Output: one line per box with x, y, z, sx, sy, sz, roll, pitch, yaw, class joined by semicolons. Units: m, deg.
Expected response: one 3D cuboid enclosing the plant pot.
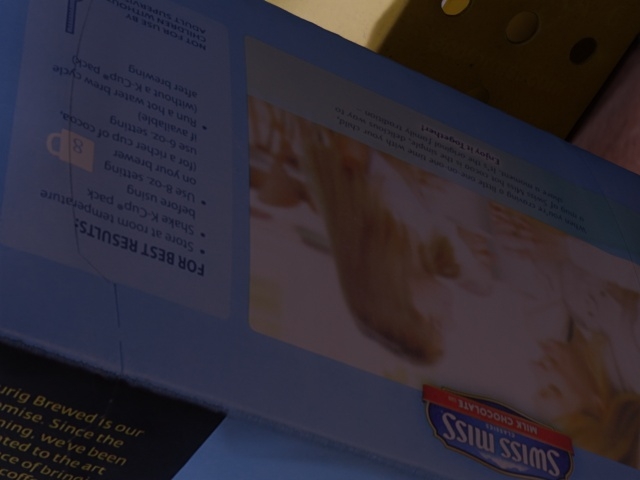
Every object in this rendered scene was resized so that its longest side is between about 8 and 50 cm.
0.064;-0.159;0.824;0.212;0.212;0.187;-57;41;24;plant pot

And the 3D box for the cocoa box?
-0.034;0.058;0.666;0.228;0.347;0.231;-47;33;38;cocoa box
